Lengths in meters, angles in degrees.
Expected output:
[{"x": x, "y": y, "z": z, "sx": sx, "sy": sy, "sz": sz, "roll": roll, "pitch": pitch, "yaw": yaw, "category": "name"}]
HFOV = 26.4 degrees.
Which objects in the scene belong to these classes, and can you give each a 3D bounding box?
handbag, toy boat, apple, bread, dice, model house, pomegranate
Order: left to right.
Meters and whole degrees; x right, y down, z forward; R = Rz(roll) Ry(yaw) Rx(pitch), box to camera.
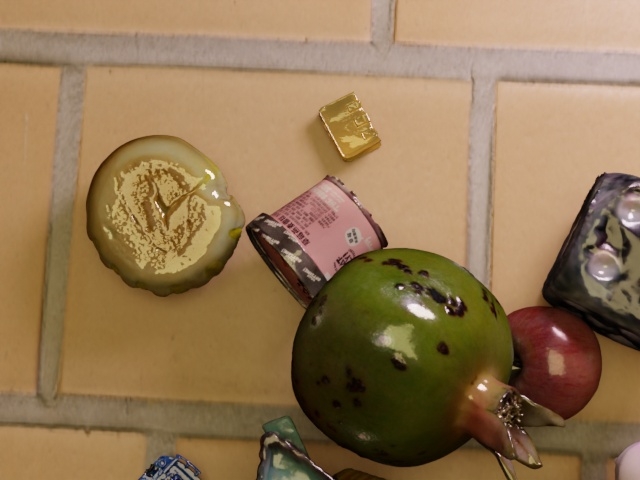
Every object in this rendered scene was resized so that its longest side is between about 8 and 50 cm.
[{"x": -0.206, "y": -0.030, "z": 1.788, "sx": 0.213, "sy": 0.105, "sz": 0.213, "roll": 0, "pitch": 85, "yaw": 1, "category": "bread"}, {"x": -0.162, "y": 0.351, "z": 1.729, "sx": 0.175, "sy": 0.110, "sz": 0.091, "roll": 44, "pitch": 85, "yaw": 5, "category": "toy boat"}, {"x": 0.012, "y": 0.344, "z": 1.653, "sx": 0.230, "sy": 0.280, "sz": 0.248, "roll": -17, "pitch": 69, "yaw": -6, "category": "model house"}, {"x": 0.040, "y": -0.153, "z": 1.838, "sx": 0.061, "sy": 0.027, "sz": 0.083, "roll": -26, "pitch": 81, "yaw": -1, "category": "handbag"}, {"x": 0.122, "y": 0.142, "z": 1.628, "sx": 0.291, "sy": 0.323, "sz": 0.290, "roll": -8, "pitch": 102, "yaw": -40, "category": "pomegranate"}, {"x": 0.287, "y": 0.157, "z": 1.726, "sx": 0.120, "sy": 0.153, "sz": 0.153, "roll": 1, "pitch": 80, "yaw": -28, "category": "apple"}, {"x": 0.396, "y": 0.030, "z": 1.724, "sx": 0.183, "sy": 0.181, "sz": 0.182, "roll": 28, "pitch": 85, "yaw": 5, "category": "dice"}]

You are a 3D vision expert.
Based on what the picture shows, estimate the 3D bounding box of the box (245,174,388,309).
[{"x": 0.000, "y": 0.000, "z": 1.761, "sx": 0.135, "sy": 0.151, "sz": 0.151, "roll": -39, "pitch": 82, "yaw": -13, "category": "box"}]

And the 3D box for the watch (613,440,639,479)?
[{"x": 0.374, "y": 0.367, "z": 1.657, "sx": 0.248, "sy": 0.217, "sz": 0.211, "roll": -28, "pitch": 82, "yaw": -8, "category": "watch"}]
